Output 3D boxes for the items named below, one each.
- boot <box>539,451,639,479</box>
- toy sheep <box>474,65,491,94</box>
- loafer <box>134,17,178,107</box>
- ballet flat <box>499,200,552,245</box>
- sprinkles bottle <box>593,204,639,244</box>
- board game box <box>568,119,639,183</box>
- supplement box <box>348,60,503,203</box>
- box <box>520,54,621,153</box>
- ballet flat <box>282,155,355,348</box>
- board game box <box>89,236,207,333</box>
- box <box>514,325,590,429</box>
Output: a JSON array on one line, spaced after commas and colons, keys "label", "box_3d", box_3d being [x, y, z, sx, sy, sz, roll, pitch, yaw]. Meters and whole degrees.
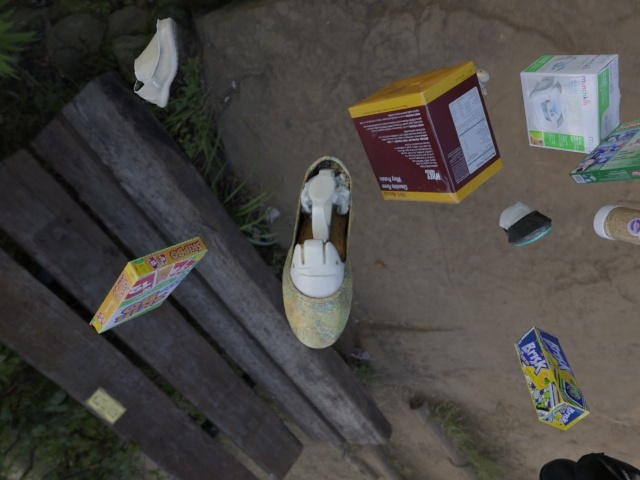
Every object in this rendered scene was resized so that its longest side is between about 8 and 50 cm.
[{"label": "boot", "box_3d": [0.391, 0.356, 0.649, 0.094, 0.246, 0.207, -28, 116, -3]}, {"label": "toy sheep", "box_3d": [0.394, -0.417, 1.252, 0.132, 0.091, 0.091, -19, 118, 38]}, {"label": "loafer", "box_3d": [-0.407, -0.430, 1.145, 0.092, 0.101, 0.268, 3, 152, -25]}, {"label": "ballet flat", "box_3d": [0.475, -0.036, 1.116, 0.095, 0.280, 0.096, -36, 77, 9]}, {"label": "sprinkles bottle", "box_3d": [1.059, -0.037, 1.494, 0.121, 0.121, 0.355, 47, 179, -16]}, {"label": "board game box", "box_3d": [0.822, -0.239, 1.193, 0.046, 0.213, 0.317, 48, 178, -7]}, {"label": "supplement box", "box_3d": [0.185, -0.183, 0.832, 0.191, 0.129, 0.194, 11, 132, 57]}, {"label": "box", "box_3d": [0.761, -0.415, 1.415, 0.231, 0.127, 0.261, 28, 150, 50]}, {"label": "ballet flat", "box_3d": [0.000, 0.000, 0.787, 0.124, 0.348, 0.123, 6, 149, 3]}, {"label": "board game box", "box_3d": [-0.295, 0.082, 0.780, 0.259, 0.124, 0.039, -36, 83, 44]}, {"label": "box", "box_3d": [0.392, 0.231, 0.802, 0.054, 0.168, 0.059, 24, 123, -9]}]
